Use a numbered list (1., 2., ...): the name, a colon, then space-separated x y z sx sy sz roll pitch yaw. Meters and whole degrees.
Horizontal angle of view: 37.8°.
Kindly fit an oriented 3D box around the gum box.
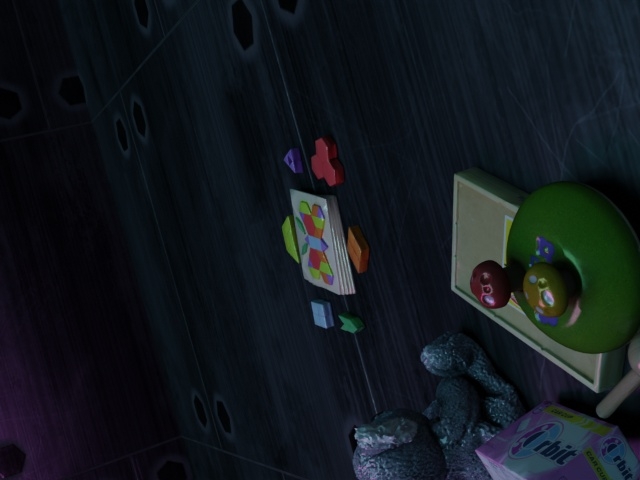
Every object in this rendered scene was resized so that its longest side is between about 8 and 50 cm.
1. gum box: 0.256 0.243 1.034 0.062 0.107 0.188 58 170 -5

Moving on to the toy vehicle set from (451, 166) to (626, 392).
1. toy vehicle set: 0.244 0.037 1.076 0.267 0.035 0.165 39 138 51

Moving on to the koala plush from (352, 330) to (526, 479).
1. koala plush: 0.139 0.264 1.212 0.203 0.221 0.196 47 144 44

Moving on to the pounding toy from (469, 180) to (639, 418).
1. pounding toy: 0.235 0.062 0.934 0.236 0.110 0.183 64 154 20

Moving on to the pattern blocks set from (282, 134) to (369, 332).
1. pattern blocks set: 0.000 0.000 1.577 0.285 0.026 0.324 -12 94 65
